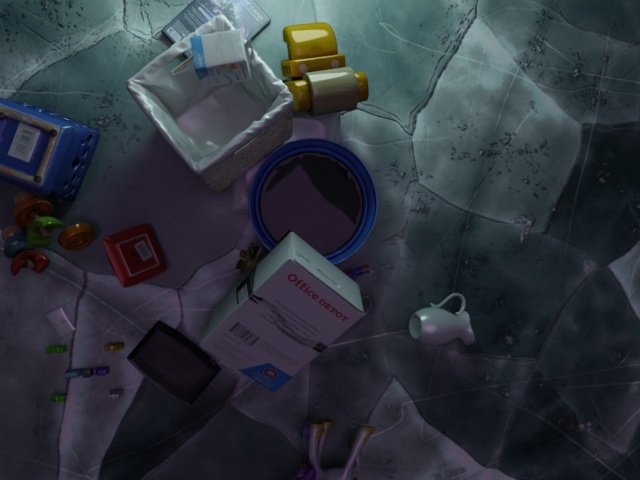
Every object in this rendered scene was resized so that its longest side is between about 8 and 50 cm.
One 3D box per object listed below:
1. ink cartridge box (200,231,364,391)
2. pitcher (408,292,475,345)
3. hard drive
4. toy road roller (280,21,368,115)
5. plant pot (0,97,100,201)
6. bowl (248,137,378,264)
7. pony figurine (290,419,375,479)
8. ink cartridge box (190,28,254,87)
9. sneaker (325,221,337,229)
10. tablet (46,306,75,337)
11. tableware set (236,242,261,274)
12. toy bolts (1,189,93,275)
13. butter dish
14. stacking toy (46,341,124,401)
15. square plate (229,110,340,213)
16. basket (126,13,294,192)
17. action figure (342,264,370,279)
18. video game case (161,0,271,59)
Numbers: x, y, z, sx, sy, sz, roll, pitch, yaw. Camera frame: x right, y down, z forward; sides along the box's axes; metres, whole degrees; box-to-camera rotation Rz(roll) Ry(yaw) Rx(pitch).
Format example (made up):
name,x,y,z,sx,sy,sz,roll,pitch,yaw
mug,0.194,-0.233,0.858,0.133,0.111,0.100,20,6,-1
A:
name,x,y,z,sx,sy,sz,roll,pitch,yaw
ink cartridge box,-0.110,0.214,1.486,0.285,0.166,0.395,39,111,-22
pitcher,0.403,0.262,1.699,0.206,0.125,0.178,4,72,-20
hard drive,-0.457,0.390,1.587,0.254,0.054,0.172,41,87,-10
toy road roller,-0.013,-0.498,1.462,0.202,0.329,0.241,-13,112,-13
plant pot,-0.789,-0.252,1.409,0.235,0.212,0.236,21,91,-9
bowl,-0.023,-0.112,1.551,0.390,0.077,0.392,0,90,-7
pony figurine,0.003,0.765,1.605,0.350,0.302,0.364,11,77,-18
ink cartridge box,-0.234,-0.449,1.253,0.143,0.092,0.090,-10,79,0
sneaker,0.000,0.000,1.637,0.209,0.069,0.082,-38,118,-7
tablet,-0.790,0.250,1.547,0.054,0.006,0.083,-29,98,-7
tableware set,-0.227,0.055,1.554,0.024,0.154,0.104,24,87,-22
toy bolts,-0.810,-0.028,1.471,0.228,0.218,0.158,-44,72,16
butter dish,-0.570,0.052,1.520,0.159,0.118,0.160,-28,98,-47
stacking toy,-0.713,0.400,1.551,0.220,0.052,0.167,-1,92,-7
square plate,-0.109,-0.253,1.605,0.346,0.049,0.345,1,93,-9
basket,-0.282,-0.360,1.420,0.328,0.266,0.331,-39,81,-5
action figure,0.105,0.111,1.676,0.115,0.030,0.038,-18,102,-6
video game case,-0.316,-0.656,1.555,0.274,0.026,0.196,-45,99,-5
